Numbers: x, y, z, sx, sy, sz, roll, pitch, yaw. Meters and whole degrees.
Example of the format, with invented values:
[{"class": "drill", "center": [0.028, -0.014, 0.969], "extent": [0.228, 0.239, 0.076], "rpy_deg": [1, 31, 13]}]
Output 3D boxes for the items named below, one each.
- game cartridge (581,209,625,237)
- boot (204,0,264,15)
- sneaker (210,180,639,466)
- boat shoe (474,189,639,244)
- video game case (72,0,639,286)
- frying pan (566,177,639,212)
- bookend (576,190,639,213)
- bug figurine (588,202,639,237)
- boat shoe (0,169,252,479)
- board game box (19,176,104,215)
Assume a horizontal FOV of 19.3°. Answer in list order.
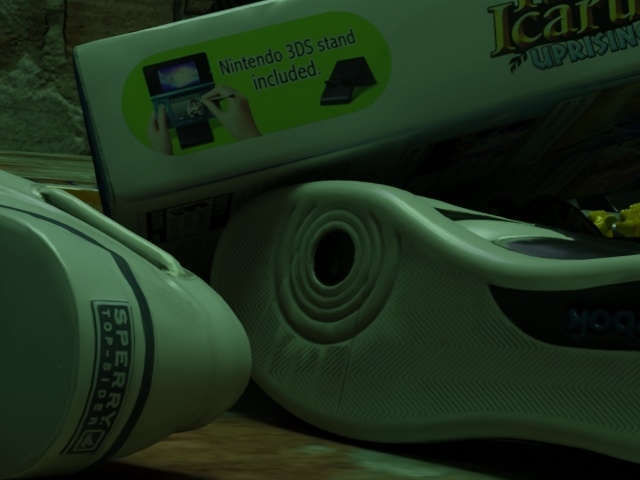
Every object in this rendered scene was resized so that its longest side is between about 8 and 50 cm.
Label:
[{"class": "game cartridge", "center": [0.280, 0.018, 1.232], "extent": [0.297, 0.062, 0.198], "rpy_deg": [6, 8, 16]}, {"class": "boot", "center": [-0.023, -0.073, 1.201], "extent": [0.137, 0.198, 0.077], "rpy_deg": [6, 35, -31]}, {"class": "sneaker", "center": [0.074, 0.035, 0.600], "extent": [0.217, 0.079, 0.121], "rpy_deg": [12, -1, 42]}, {"class": "boat shoe", "center": [0.145, 0.014, 0.742], "extent": [0.335, 0.095, 0.112], "rpy_deg": [6, 4, 17]}, {"class": "video game case", "center": [0.033, -0.044, 0.744], "extent": [0.244, 0.061, 0.269], "rpy_deg": [-14, -8, -7]}, {"class": "frying pan", "center": [0.123, -0.022, 1.092], "extent": [0.326, 0.053, 0.197], "rpy_deg": [3, 34, -28]}, {"class": "bookend", "center": [0.164, -0.028, 1.455], "extent": [0.072, 0.156, 0.157], "rpy_deg": [1, 49, -45]}, {"class": "bug figurine", "center": [0.204, 0.020, 0.935], "extent": [0.216, 0.072, 0.279], "rpy_deg": [0, 5, 35]}, {"class": "boat shoe", "center": [-0.134, 0.014, 0.549], "extent": [0.258, 0.095, 0.084], "rpy_deg": [21, 8, 36]}, {"class": "board game box", "center": [-0.170, -0.027, 1.474], "extent": [0.259, 0.039, 0.124], "rpy_deg": [3, 3, 7]}]
